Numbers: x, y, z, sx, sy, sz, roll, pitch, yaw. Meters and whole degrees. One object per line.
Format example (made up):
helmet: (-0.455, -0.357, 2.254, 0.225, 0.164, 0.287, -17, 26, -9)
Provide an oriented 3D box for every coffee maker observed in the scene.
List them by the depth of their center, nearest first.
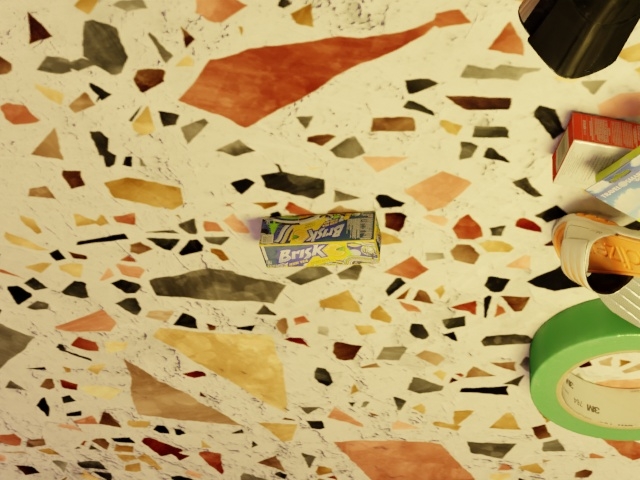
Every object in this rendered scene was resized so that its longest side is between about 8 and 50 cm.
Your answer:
coffee maker: (0.306, -0.259, 1.471, 0.120, 0.171, 0.178, -2, 147, -18)

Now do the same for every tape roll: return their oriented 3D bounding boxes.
tape roll: (0.491, 0.207, 2.140, 0.321, 0.077, 0.321, 3, 143, 2)

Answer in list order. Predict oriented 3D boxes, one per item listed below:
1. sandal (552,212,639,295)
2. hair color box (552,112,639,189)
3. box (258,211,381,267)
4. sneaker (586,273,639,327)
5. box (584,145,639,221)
sandal: (0.387, 0.027, 1.821, 0.265, 0.076, 0.102, 9, 134, 59)
hair color box: (0.394, -0.106, 1.758, 0.167, 0.053, 0.093, 10, 143, -4)
box: (0.000, 0.000, 1.951, 0.169, 0.054, 0.059, -2, 142, 12)
sneaker: (0.488, 0.078, 1.965, 0.258, 0.091, 0.094, 41, 138, -9)
box: (0.436, -0.065, 1.725, 0.178, 0.042, 0.109, 26, 139, -25)
